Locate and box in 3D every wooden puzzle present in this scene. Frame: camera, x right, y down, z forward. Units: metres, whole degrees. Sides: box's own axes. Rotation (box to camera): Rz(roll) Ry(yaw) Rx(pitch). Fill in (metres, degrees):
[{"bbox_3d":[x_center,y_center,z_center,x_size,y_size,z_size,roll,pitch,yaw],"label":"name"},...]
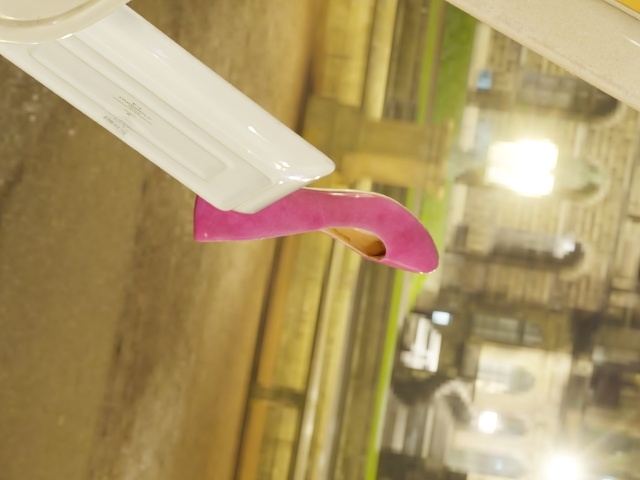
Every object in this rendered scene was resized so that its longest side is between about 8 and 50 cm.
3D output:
[{"bbox_3d":[0.136,-0.129,0.660,0.239,0.221,0.044,-18,137,-54],"label":"wooden puzzle"}]

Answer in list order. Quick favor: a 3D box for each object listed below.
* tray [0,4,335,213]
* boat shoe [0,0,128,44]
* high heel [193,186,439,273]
[{"bbox_3d":[-0.130,-0.103,1.002,0.145,0.270,0.030,-23,-145,60],"label":"tray"},{"bbox_3d":[0.001,-0.183,0.478,0.112,0.335,0.095,60,-3,-27],"label":"boat shoe"},{"bbox_3d":[0.000,0.000,1.203,0.244,0.082,0.117,34,65,-34],"label":"high heel"}]
